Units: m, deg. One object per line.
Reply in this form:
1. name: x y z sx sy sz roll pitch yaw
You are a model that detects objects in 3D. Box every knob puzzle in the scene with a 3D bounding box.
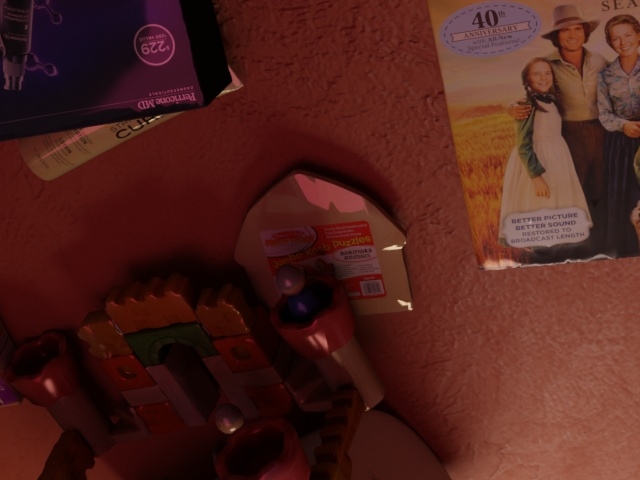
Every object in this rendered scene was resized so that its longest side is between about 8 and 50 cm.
1. knob puzzle: 0.000 0.000 1.569 0.213 0.030 0.213 5 127 7

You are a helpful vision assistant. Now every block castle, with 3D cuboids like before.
1. block castle: -0.176 0.197 1.557 0.453 0.303 0.213 -13 125 27

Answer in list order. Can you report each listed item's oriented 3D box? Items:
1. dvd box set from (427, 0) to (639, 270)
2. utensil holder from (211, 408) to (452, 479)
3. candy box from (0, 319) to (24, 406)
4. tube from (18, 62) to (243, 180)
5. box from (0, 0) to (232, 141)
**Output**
1. dvd box set: 0.269 -0.164 1.381 0.307 0.062 0.420 -5 125 13
2. utensil holder: -0.039 0.413 1.703 0.385 0.328 0.327 -29 117 24
3. candy box: -0.431 0.118 1.715 0.109 0.053 0.187 -9 123 15
4. tube: -0.201 -0.140 1.483 0.240 0.062 0.070 -27 153 20
5. box: -0.237 -0.204 1.387 0.261 0.103 0.184 -8 111 15
